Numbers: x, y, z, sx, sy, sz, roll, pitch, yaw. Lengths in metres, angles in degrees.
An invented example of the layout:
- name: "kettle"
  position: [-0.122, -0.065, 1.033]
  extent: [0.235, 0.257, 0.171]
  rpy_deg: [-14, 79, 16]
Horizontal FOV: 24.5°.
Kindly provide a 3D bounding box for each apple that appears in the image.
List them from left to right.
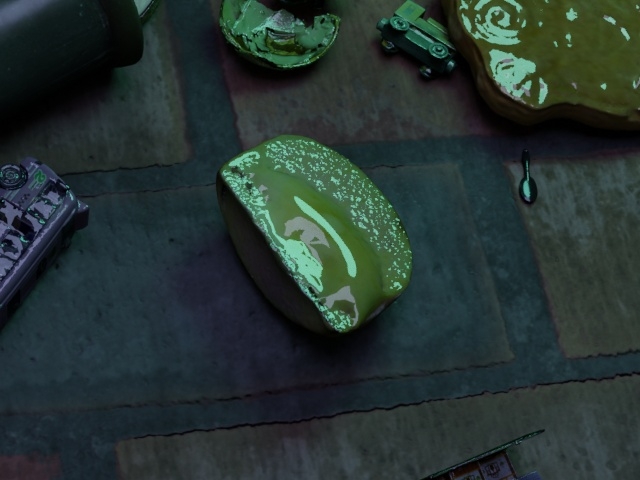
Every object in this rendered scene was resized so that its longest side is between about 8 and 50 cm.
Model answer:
- name: "apple"
  position: [0.000, 0.000, 1.741]
  extent: [0.193, 0.120, 0.265]
  rpy_deg: [-23, 66, -35]

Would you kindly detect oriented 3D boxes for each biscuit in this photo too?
- name: "biscuit"
  position: [0.341, -0.317, 1.995]
  extent: [0.365, 0.062, 0.385]
  rpy_deg: [0, 57, -16]

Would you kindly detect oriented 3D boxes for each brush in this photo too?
- name: "brush"
  position: [0.266, -0.083, 1.892]
  extent: [0.024, 0.008, 0.083]
  rpy_deg: [3, 57, -5]

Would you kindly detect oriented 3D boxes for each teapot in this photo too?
- name: "teapot"
  position: [-0.422, -0.249, 1.789]
  extent: [0.337, 0.200, 0.270]
  rpy_deg: [-33, 65, -23]

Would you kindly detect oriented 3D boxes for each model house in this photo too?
- name: "model house"
  position: [0.177, 0.279, 1.606]
  extent: [0.167, 0.117, 0.088]
  rpy_deg: [-19, 79, -21]

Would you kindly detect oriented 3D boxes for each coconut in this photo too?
- name: "coconut"
  position: [-0.062, -0.269, 1.930]
  extent: [0.158, 0.055, 0.133]
  rpy_deg: [24, 56, 5]

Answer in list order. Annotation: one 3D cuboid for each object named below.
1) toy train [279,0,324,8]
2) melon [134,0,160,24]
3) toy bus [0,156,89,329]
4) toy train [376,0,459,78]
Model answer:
- name: "toy train"
  position: [-0.012, -0.395, 1.992]
  extent: [0.132, 0.083, 0.200]
  rpy_deg: [-3, 51, -10]
- name: "melon"
  position: [-0.244, -0.344, 1.956]
  extent: [0.098, 0.054, 0.182]
  rpy_deg: [-6, 60, -7]
- name: "toy bus"
  position: [-0.359, 0.006, 1.693]
  extent: [0.108, 0.096, 0.199]
  rpy_deg: [30, 61, 6]
- name: "toy train"
  position: [0.135, -0.268, 1.967]
  extent: [0.122, 0.050, 0.081]
  rpy_deg: [33, 47, 9]
